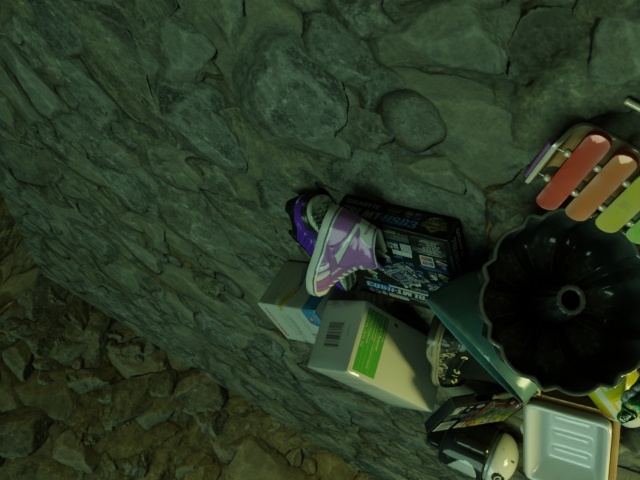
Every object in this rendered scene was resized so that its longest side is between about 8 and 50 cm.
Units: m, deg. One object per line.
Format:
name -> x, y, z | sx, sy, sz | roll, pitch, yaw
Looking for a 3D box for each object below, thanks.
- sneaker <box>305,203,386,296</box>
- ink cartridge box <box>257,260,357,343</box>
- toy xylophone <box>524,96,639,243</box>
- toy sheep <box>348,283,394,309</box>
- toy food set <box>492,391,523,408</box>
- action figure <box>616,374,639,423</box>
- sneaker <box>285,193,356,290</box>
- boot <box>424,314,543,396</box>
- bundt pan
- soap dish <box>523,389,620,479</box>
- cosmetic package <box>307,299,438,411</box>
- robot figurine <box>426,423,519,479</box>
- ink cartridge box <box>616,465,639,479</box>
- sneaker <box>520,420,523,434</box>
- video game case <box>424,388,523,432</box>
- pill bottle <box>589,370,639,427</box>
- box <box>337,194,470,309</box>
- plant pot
sneaker -> 0.062, 0.057, 1.569 | 0.161, 0.102, 0.282 | 25, 140, 8
ink cartridge box -> -0.019, 0.178, 1.939 | 0.233, 0.168, 0.171 | 4, 139, 43
toy xylophone -> 0.498, -0.092, 1.082 | 0.323, 0.081, 0.236 | 26, 150, 13
toy sheep -> 0.136, 0.142, 1.814 | 0.132, 0.091, 0.091 | 11, 144, 29
toy food set -> 0.497, 0.413, 1.765 | 0.122, 0.019, 0.078 | -7, 137, -10
action figure -> 0.696, 0.303, 1.400 | 0.137, 0.063, 0.232 | 41, 121, 7
sneaker -> 0.000, -0.001, 1.725 | 0.146, 0.102, 0.293 | 6, 134, 40
boot -> 0.423, 0.311, 1.719 | 0.284, 0.138, 0.377 | 12, 153, 23
bundt pan -> 0.429, 0.112, 1.246 | 0.331, 0.331, 0.124 | 34, 169, 0
soap dish -> 0.635, 0.502, 1.734 | 0.229, 0.118, 0.290 | 10, 123, 31
cosmetic package -> 0.160, 0.311, 1.835 | 0.365, 0.197, 0.155 | 30, 157, -37
robot figurine -> 0.476, 0.649, 2.144 | 0.278, 0.209, 0.173 | 20, 113, 25
ink cartridge box -> 0.927, 0.757, 1.906 | 0.283, 0.117, 0.207 | 11, 144, 36
sneaker -> 0.664, 0.521, 1.867 | 0.232, 0.090, 0.115 | 12, 138, 21
video game case -> 0.440, 0.465, 1.894 | 0.248, 0.035, 0.275 | -6, 152, -11
pill bottle -> 0.650, 0.319, 1.520 | 0.117, 0.117, 0.215 | -9, 130, 51
box -> 0.198, 0.042, 1.608 | 0.296, 0.073, 0.293 | 14, 147, 32
plant pot -> 0.388, 0.164, 1.430 | 0.290, 0.195, 0.290 | 48, 179, 1
